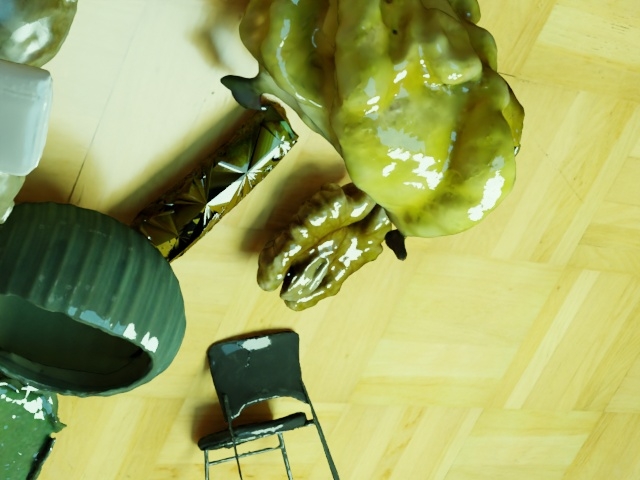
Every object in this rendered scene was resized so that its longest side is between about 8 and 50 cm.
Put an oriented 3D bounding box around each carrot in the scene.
[{"bbox_3d":[-0.116,-0.057,1.510,0.229,0.069,0.069,-42,136,1],"label":"carrot"}]

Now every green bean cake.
[{"bbox_3d":[-0.402,0.211,1.499,0.223,0.125,0.227,10,116,-35],"label":"green bean cake"}]

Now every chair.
[{"bbox_3d":[-0.080,0.235,1.745,0.140,0.221,0.145,-9,171,-28],"label":"chair"}]

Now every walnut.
[{"bbox_3d":[0.000,0.000,1.626,0.170,0.069,0.143,-42,137,6],"label":"walnut"}]

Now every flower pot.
[{"bbox_3d":[-0.254,0.058,1.421,0.243,0.157,0.189,23,131,-20],"label":"flower pot"}]

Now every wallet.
[{"bbox_3d":[-0.313,-0.112,1.135,0.190,0.033,0.095,10,104,-7],"label":"wallet"}]

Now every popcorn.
[{"bbox_3d":[0.070,-0.169,1.379,0.316,0.297,0.281,37,98,-16],"label":"popcorn"}]

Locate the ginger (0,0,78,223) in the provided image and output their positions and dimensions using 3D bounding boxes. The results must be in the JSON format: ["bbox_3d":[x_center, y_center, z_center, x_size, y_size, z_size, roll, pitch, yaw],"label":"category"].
[{"bbox_3d":[-0.327,-0.161,1.217,0.256,0.176,0.375,30,106,-28],"label":"ginger"}]
